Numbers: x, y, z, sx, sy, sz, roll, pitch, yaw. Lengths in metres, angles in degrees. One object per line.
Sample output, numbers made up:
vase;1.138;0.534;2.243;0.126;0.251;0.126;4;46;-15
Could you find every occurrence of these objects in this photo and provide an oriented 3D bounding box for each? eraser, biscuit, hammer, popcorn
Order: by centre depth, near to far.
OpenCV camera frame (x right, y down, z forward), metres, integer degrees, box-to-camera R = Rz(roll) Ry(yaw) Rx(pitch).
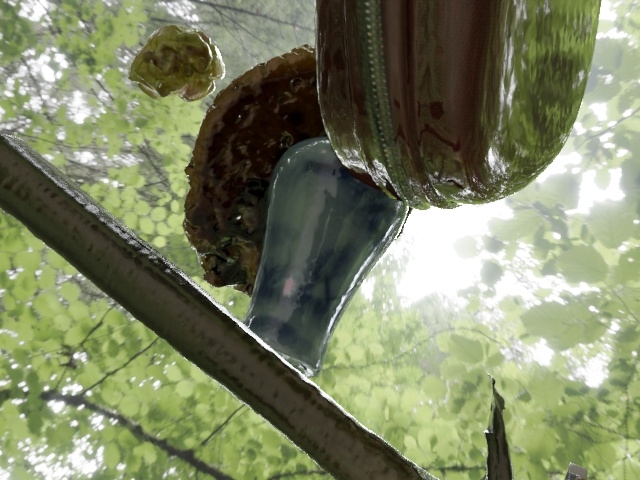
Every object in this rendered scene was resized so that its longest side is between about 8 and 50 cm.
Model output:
hammer;-0.046;0.047;0.327;0.297;0.027;0.125;36;-85;11
biscuit;-0.020;-0.070;0.874;0.290;0.081;0.334;11;-60;-24
eraser;0.309;0.318;0.900;0.027;0.099;0.019;19;-53;20
popcorn;-0.181;-0.219;0.902;0.109;0.089;0.096;-7;-90;17

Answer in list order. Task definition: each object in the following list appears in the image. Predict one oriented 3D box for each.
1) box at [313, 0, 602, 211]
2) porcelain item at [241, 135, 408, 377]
box;0.089;-0.217;0.385;0.108;0.263;0.403;13;-63;29
porcelain item;0.000;0.000;0.718;0.141;0.141;0.259;21;-110;4
